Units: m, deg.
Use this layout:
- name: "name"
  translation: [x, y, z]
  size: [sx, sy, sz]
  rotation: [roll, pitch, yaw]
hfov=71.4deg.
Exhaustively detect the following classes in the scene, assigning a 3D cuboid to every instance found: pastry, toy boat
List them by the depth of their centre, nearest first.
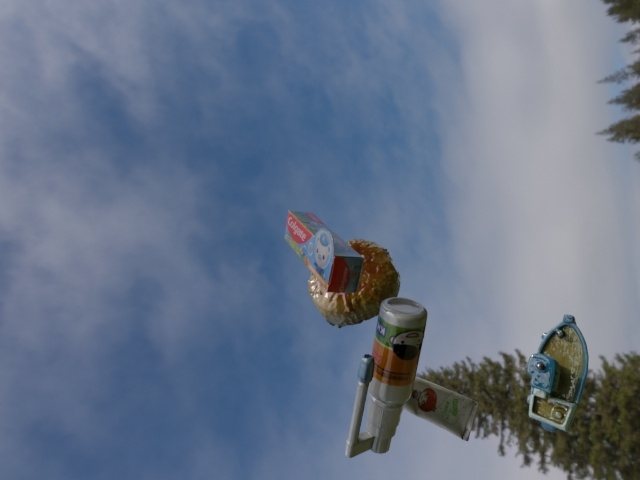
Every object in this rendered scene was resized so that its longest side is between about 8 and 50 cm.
- name: "toy boat"
  translation: [0.432, 0.241, 0.814]
  size: [0.102, 0.088, 0.215]
  rotation: [26, -101, -47]
- name: "pastry"
  translation: [0.069, 0.083, 0.940]
  size: [0.093, 0.193, 0.182]
  rotation: [62, -176, -47]

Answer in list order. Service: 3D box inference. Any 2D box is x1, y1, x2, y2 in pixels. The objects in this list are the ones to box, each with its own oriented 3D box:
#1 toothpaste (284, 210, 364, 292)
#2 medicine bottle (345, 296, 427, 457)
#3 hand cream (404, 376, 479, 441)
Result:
- name: "toothpaste"
  translation: [0.000, 0.000, 0.625]
  size: [0.044, 0.193, 0.070]
  rotation: [4, -71, -23]
- name: "medicine bottle"
  translation: [0.081, 0.187, 0.585]
  size: [0.092, 0.061, 0.220]
  rotation: [-7, -67, -34]
- name: "hand cream"
  translation: [0.308, 0.472, 1.333]
  size: [0.336, 0.076, 0.121]
  rotation: [25, -111, 1]
